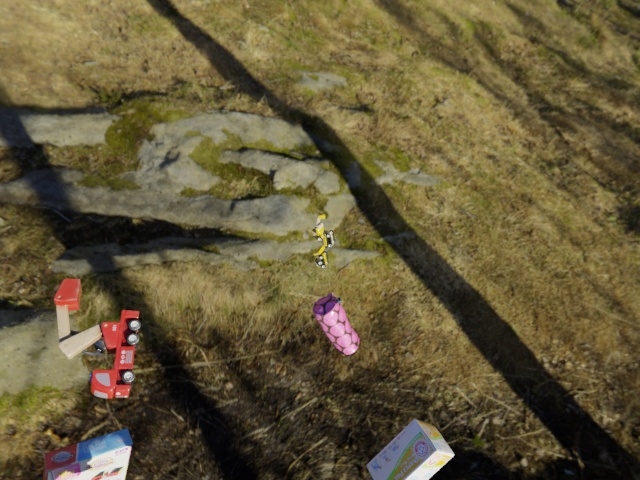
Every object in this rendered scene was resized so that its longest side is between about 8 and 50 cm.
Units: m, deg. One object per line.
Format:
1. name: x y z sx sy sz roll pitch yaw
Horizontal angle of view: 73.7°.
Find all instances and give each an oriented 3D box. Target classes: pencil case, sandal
1. pencil case: 0.057 0.272 1.392 0.095 0.209 0.098 -12 34 22
2. sandal: -0.667 0.306 1.248 0.097 0.255 0.054 36 60 -43

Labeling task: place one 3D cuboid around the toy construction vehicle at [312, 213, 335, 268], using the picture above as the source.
1. toy construction vehicle: 0.000 0.000 0.939 0.035 0.098 0.086 -1 27 22

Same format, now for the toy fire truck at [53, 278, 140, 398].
1. toy fire truck: -0.372 0.161 0.705 0.135 0.047 0.192 7 56 -22

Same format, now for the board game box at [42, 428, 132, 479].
1. board game box: -0.767 0.780 1.399 0.242 0.316 0.064 -2 33 -41

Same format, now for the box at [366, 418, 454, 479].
1. box: 0.249 0.611 1.189 0.203 0.114 0.103 -47 41 8
